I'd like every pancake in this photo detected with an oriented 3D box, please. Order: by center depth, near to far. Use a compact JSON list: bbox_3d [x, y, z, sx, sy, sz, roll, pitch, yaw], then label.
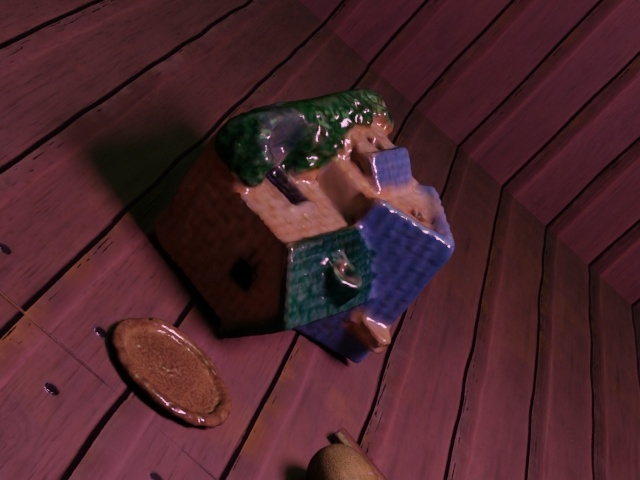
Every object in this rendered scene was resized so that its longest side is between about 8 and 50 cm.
[{"bbox_3d":[-0.198,0.174,1.696,0.199,0.021,0.199,37,22,-18],"label":"pancake"}]

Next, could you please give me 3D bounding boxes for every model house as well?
[{"bbox_3d":[0.000,0.000,1.955,0.382,0.334,0.342,-12,57,-52],"label":"model house"}]

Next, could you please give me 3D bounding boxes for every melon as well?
[{"bbox_3d":[0.038,0.349,1.687,0.099,0.099,0.162,19,35,-46],"label":"melon"}]

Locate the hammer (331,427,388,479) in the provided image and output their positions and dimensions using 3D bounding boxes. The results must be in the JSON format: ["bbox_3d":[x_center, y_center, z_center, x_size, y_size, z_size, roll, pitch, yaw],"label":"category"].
[{"bbox_3d":[0.137,0.420,1.819,0.365,0.043,0.111,49,24,18],"label":"hammer"}]
